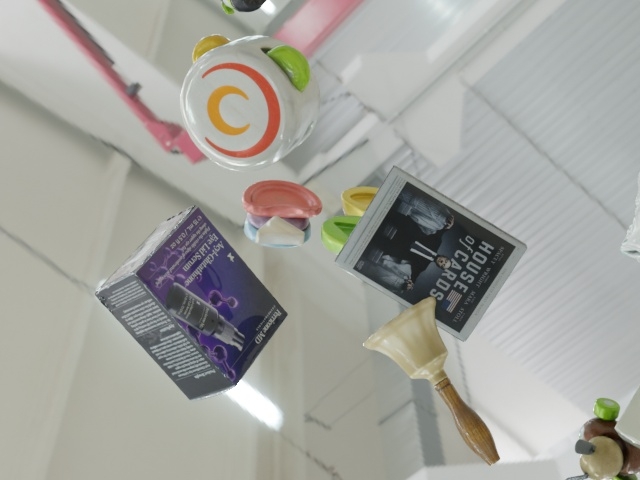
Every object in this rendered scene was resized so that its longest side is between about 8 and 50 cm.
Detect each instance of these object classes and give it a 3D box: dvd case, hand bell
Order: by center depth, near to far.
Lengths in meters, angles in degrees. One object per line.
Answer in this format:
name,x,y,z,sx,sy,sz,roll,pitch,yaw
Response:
hand bell,0.181,0.213,1.363,0.242,0.126,0.126,55,-155,14
dvd case,0.167,0.021,1.459,0.239,0.179,0.029,31,-169,0

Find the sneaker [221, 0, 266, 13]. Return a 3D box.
sneaker,-0.128,-0.420,1.281,0.084,0.234,0.097,-19,-151,-37

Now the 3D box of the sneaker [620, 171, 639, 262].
sneaker,0.419,-0.020,1.209,0.080,0.094,0.212,38,-150,-18

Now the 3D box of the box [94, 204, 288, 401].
box,-0.170,0.086,1.282,0.207,0.108,0.153,50,-134,-16

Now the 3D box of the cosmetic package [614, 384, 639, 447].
cosmetic package,0.572,0.300,1.294,0.309,0.113,0.160,29,176,30

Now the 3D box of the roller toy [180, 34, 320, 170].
roller toy,-0.105,-0.213,1.461,0.209,0.191,0.146,8,-158,18

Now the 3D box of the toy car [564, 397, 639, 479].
toy car,0.543,0.420,1.880,0.188,0.155,0.149,-7,-157,-39

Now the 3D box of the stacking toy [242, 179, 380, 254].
stacking toy,0.000,0.000,1.792,0.309,0.130,0.279,6,-154,-3
